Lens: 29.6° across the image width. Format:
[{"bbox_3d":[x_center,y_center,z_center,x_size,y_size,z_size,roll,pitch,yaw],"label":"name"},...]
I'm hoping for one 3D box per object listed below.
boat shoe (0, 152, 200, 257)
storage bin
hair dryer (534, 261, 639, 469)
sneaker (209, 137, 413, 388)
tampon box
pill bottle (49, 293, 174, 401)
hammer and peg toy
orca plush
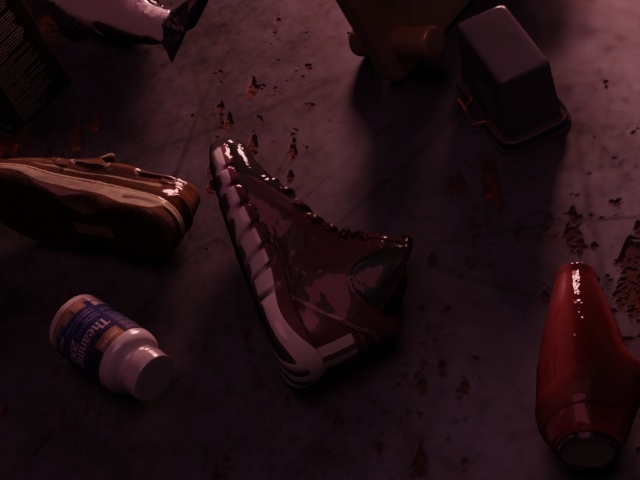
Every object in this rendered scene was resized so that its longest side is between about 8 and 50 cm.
[{"bbox_3d":[-0.245,-0.048,1.292,0.258,0.095,0.095,15,44,20],"label":"boat shoe"},{"bbox_3d":[0.185,-0.170,1.243,0.098,0.091,0.135,-24,49,-2],"label":"storage bin"},{"bbox_3d":[0.285,0.127,1.006,0.224,0.080,0.293,-26,53,-24],"label":"hair dryer"},{"bbox_3d":[0.000,0.000,1.171,0.163,0.106,0.281,-19,60,-5],"label":"sneaker"},{"bbox_3d":[-0.396,-0.227,1.425,0.120,0.161,0.101,26,64,32],"label":"tampon box"},{"bbox_3d":[-0.198,0.105,1.159,0.120,0.067,0.067,28,65,33],"label":"pill bottle"},{"bbox_3d":[0.119,-0.388,1.329,0.127,0.266,0.361,12,56,47],"label":"hammer and peg toy"},{"bbox_3d":[-0.243,-0.321,1.495,0.287,0.151,0.102,19,29,32],"label":"orca plush"}]
